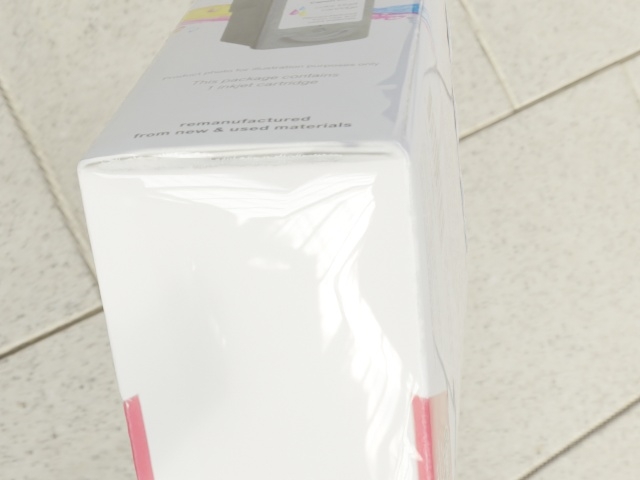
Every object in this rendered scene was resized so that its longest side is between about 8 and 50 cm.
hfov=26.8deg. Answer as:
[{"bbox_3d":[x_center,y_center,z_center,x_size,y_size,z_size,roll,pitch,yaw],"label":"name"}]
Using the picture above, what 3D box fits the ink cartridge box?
[{"bbox_3d":[0.000,0.000,0.648,0.131,0.306,0.226,-3,115,8],"label":"ink cartridge box"}]
